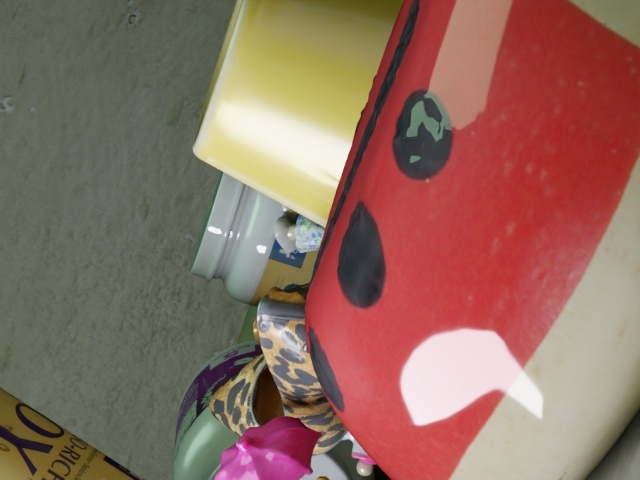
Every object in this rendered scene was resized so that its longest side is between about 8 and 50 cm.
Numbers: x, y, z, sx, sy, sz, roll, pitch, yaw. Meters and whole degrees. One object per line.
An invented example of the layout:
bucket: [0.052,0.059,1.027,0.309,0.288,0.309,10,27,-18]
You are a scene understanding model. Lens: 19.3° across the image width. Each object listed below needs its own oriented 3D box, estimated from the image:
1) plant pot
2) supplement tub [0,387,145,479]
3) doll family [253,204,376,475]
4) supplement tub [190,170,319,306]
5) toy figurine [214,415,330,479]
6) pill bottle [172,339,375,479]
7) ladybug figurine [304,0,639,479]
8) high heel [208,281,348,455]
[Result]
plant pot: [0.053,-0.098,1.227,0.254,0.239,0.254,-162,90,-84]
supplement tub: [-0.241,0.247,1.383,0.241,0.331,0.241,-57,3,4]
doll family: [0.039,0.037,1.415,0.118,0.163,0.263,48,-130,-52]
supplement tub: [0.000,0.000,1.624,0.144,0.199,0.144,-163,90,-84]
toy figurine: [0.004,0.184,1.246,0.130,0.159,0.173,-83,12,-62]
pill bottle: [-0.041,0.191,1.600,0.301,0.169,0.169,-116,43,-81]
ladybug figurine: [0.105,-0.045,0.944,0.305,0.162,0.449,-83,12,-60]
high heel: [-0.036,0.079,1.282,0.261,0.186,0.093,-13,62,45]
